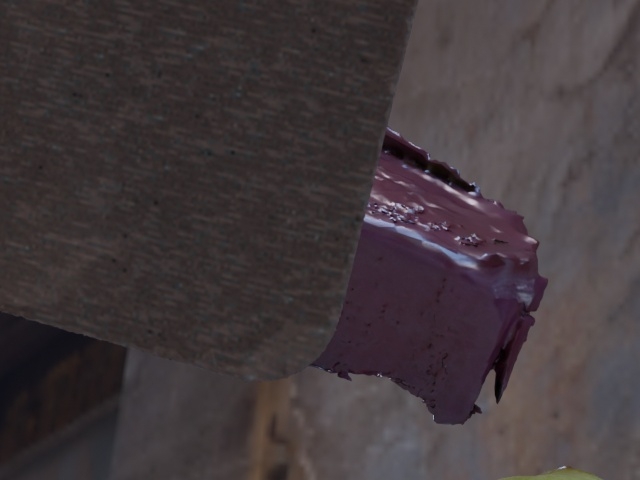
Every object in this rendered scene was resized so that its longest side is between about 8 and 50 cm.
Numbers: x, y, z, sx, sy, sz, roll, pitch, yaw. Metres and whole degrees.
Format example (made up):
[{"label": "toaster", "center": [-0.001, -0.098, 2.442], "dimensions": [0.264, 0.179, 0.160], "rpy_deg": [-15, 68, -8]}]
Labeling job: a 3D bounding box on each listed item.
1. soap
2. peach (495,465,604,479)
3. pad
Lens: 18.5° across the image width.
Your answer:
[{"label": "soap", "center": [0.000, 0.000, 1.134], "dimensions": [0.182, 0.289, 0.112], "rpy_deg": [-12, -53, -52]}, {"label": "peach", "center": [0.186, 0.348, 1.535], "dimensions": [0.281, 0.315, 0.314], "rpy_deg": [1, -57, 16]}, {"label": "pad", "center": [-0.105, -0.064, 0.669], "dimensions": [0.266, 0.176, 0.002], "rpy_deg": [15, 7, 12]}]
